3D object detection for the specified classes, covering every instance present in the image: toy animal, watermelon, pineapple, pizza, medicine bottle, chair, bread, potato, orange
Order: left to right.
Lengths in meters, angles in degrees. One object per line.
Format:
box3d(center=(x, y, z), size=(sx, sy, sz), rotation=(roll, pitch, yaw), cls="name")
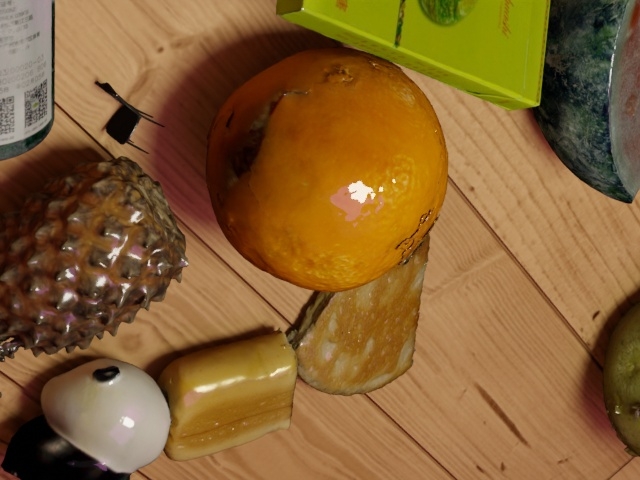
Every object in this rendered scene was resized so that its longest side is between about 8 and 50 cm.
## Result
box3d(center=(-0.296, -0.220, 1.457), size=(0.141, 0.141, 0.293), rotation=(-13, 131, -25), cls="medicine bottle")
box3d(center=(-0.304, 0.060, 1.682), size=(0.361, 0.175, 0.175), rotation=(-30, 137, 9), cls="pineapple")
box3d(center=(-0.238, 0.216, 1.850), size=(0.166, 0.138, 0.179), rotation=(29, 96, -34), cls="toy animal")
box3d(center=(-0.195, -0.119, 1.679), size=(0.042, 0.037, 0.086), rotation=(-54, 139, -1), cls="chair")
box3d(center=(-0.109, 0.172, 1.931), size=(0.173, 0.085, 0.134), rotation=(-12, 133, -27), cls="bread")
box3d(center=(0.005, -0.075, 1.701), size=(0.246, 0.246, 0.246), rotation=(-18, 132, -21), cls="orange")
box3d(center=(0.048, 0.079, 1.997), size=(0.181, 0.034, 0.262), rotation=(-8, 128, -29), cls="pizza")
box3d(center=(0.326, -0.210, 1.910), size=(0.226, 0.148, 0.318), rotation=(-17, 120, -45), cls="watermelon")
box3d(center=(0.532, 0.196, 2.276), size=(0.359, 0.219, 0.270), rotation=(21, 103, -44), cls="potato")

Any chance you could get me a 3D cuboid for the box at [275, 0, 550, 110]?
box3d(center=(0.104, -0.261, 1.684), size=(0.335, 0.047, 0.187), rotation=(16, 76, -40), cls="box")
